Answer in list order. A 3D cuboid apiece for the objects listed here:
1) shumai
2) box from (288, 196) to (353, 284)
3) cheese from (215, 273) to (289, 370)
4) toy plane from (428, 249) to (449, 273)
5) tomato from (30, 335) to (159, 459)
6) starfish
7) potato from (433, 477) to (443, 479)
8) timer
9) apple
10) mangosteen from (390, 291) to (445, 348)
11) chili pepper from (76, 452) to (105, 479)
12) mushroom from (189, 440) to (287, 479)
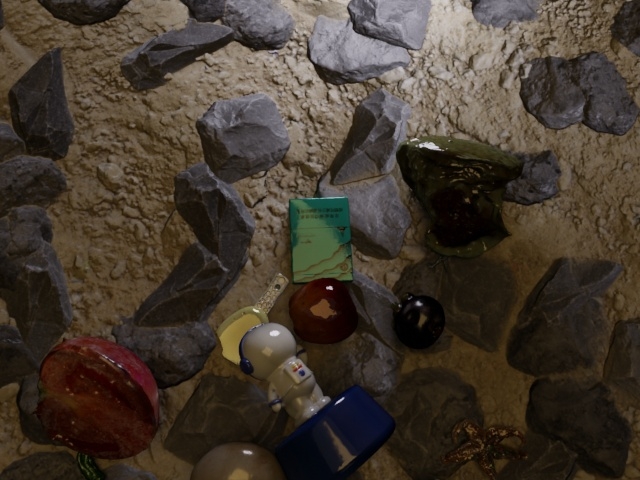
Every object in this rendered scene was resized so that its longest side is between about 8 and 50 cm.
[{"bbox_3d":[0.336,-0.106,1.321,0.330,0.292,0.288,13,113,7],"label":"shumai"},{"bbox_3d":[0.000,0.000,1.346,0.161,0.042,0.226,-3,78,-2],"label":"box"},{"bbox_3d":[-0.166,0.195,1.295,0.127,0.050,0.255,32,78,5],"label":"cheese"},{"bbox_3d":[0.322,0.049,1.356,0.084,0.024,0.078,-37,100,-9],"label":"toy plane"},{"bbox_3d":[-0.494,0.343,1.194,0.309,0.170,0.309,1,114,3],"label":"tomato"},{"bbox_3d":[0.398,0.512,1.257,0.209,0.053,0.150,-17,66,-1],"label":"starfish"},{"bbox_3d":[0.217,0.681,1.162,0.298,0.141,0.176,-42,69,-3],"label":"potato"},{"bbox_3d":[-0.044,0.354,1.172,0.270,0.270,0.383,-36,75,-9],"label":"timer"},{"bbox_3d":[0.004,0.178,1.255,0.158,0.147,0.156,-21,112,-14],"label":"apple"},{"bbox_3d":[0.236,0.195,1.280,0.137,0.137,0.151,-49,49,-11],"label":"mangosteen"},{"bbox_3d":[-0.551,0.526,1.220,0.055,0.035,0.118,-14,69,-18],"label":"chili pepper"},{"bbox_3d":[-0.181,0.553,1.165,0.226,0.178,0.226,3,109,8],"label":"mushroom"}]
